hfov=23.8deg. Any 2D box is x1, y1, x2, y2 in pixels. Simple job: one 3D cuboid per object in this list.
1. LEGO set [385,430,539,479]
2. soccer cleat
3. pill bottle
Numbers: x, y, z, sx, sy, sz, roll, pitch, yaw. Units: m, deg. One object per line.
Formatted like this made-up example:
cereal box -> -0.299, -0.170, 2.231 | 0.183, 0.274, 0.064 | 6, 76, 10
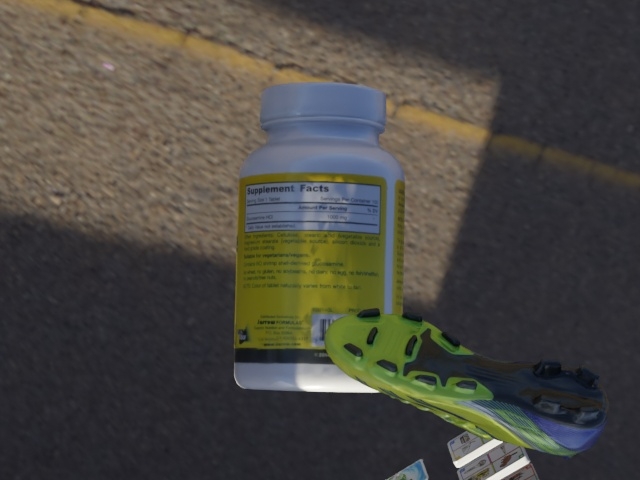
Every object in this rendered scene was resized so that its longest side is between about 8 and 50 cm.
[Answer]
LEGO set -> 0.121, 0.295, 1.622 | 0.244, 0.182, 0.060 | -32, 109, 5
soccer cleat -> 0.137, 0.152, 1.491 | 0.289, 0.093, 0.121 | 16, 137, -2
pill bottle -> 0.000, 0.000, 1.690 | 0.188, 0.188, 0.334 | 5, 84, -33
